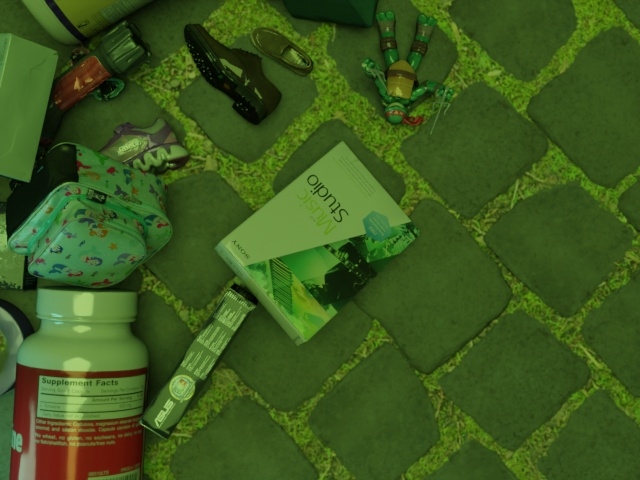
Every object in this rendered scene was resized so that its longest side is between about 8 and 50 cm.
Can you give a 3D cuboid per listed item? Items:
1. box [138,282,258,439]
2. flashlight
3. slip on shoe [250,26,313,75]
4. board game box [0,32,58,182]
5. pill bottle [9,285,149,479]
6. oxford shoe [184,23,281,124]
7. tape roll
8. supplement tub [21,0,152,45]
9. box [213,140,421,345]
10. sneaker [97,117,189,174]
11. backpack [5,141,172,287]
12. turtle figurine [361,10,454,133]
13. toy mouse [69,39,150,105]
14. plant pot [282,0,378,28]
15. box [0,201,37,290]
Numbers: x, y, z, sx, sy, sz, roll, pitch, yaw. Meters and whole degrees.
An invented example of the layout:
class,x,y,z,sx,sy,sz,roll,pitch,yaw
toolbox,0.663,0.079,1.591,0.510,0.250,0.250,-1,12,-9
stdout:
class,x,y,z,sx,sy,sz,roll,pitch,yaw
box,-0.207,0.205,1.549,0.060,0.216,0.270,34,88,-1
flashlight,-0.442,-0.269,1.575,0.304,0.103,0.103,-34,90,9
slip on shoe,-0.072,-0.360,1.652,0.135,0.041,0.051,38,88,-2
board game box,-0.590,-0.233,1.508,0.097,0.303,0.224,15,87,-47
pill bottle,-0.417,0.288,1.531,0.228,0.229,0.408,3,89,-3
oxford shoe,-0.163,-0.325,1.638,0.227,0.083,0.096,47,68,-2
tape roll,-0.622,0.197,1.596,0.188,0.080,0.189,0,90,-4
supplement tub,-0.369,-0.517,1.526,0.331,0.241,0.241,-30,91,3
box,0.000,0.000,1.586,0.322,0.058,0.232,-42,92,-24
sneaker,-0.366,-0.160,1.615,0.236,0.095,0.105,-18,83,-8
backpack,-0.385,-0.033,1.516,0.225,0.253,0.191,-39,55,32
turtle figurine,0.150,-0.305,1.627,0.175,0.118,0.234,10,73,-17
toy mouse,-0.416,-0.312,1.637,0.161,0.031,0.143,31,98,2
plant pot,0.005,-0.502,1.541,0.165,0.234,0.166,13,88,18
box,-0.600,0.009,1.594,0.155,0.093,0.159,4,88,-3
